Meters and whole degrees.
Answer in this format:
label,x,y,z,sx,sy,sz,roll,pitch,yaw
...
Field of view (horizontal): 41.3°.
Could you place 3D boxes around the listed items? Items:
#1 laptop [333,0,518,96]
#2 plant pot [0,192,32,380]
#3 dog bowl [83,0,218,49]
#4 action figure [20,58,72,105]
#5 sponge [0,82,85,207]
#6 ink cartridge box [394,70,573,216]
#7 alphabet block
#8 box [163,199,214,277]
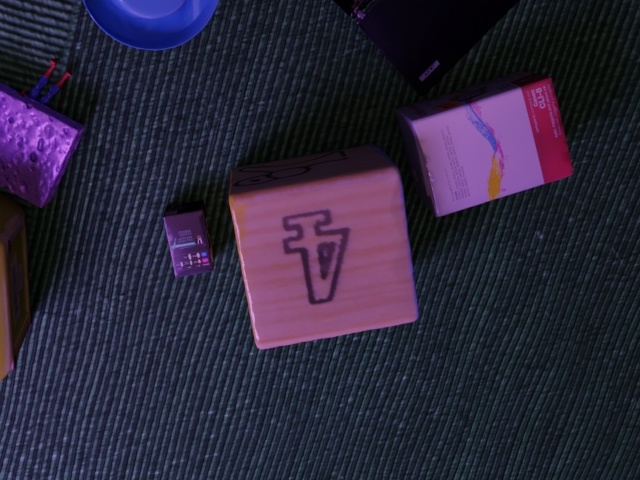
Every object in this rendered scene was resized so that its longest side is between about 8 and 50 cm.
label,x,y,z,sx,sy,sz,roll,pitch,yaw
laptop,0.109,-0.362,1.047,0.234,0.136,0.264,-45,79,7
plant pot,-0.464,0.057,1.009,0.207,0.227,0.228,0,105,-11
dog bowl,-0.182,-0.370,0.964,0.166,0.074,0.297,10,106,-33
action figure,-0.354,-0.171,1.053,0.038,0.030,0.115,36,102,-16
sponge,-0.407,-0.138,1.035,0.210,0.031,0.117,28,112,-6
ink cartridge box,0.198,-0.123,1.061,0.176,0.128,0.127,-18,106,0
alphabet block,0.000,0.000,1.048,0.197,0.192,0.193,-10,104,-1
box,-0.169,-0.003,1.097,0.052,0.062,0.083,-10,106,-3
